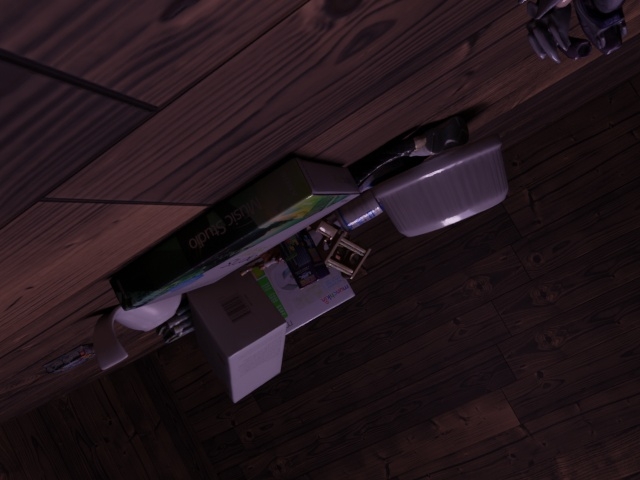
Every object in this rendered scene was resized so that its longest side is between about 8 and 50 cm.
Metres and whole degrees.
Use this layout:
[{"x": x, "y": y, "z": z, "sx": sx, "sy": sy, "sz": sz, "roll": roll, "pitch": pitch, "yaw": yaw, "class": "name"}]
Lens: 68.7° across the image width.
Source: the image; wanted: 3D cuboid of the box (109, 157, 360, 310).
[{"x": -0.112, "y": -0.010, "z": 0.691, "sx": 0.322, "sy": 0.058, "sz": 0.232, "roll": -31, "pitch": 175, "yaw": 19, "class": "box"}]

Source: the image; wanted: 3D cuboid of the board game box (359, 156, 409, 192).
[{"x": 0.131, "y": -0.140, "z": 0.988, "sx": 0.090, "sy": 0.020, "sz": 0.090, "roll": -26, "pitch": 175, "yaw": -17, "class": "board game box"}]

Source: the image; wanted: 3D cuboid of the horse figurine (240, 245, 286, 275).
[{"x": -0.109, "y": 0.033, "z": 1.162, "sx": 0.174, "sy": 0.066, "sz": 0.263, "roll": -25, "pitch": 176, "yaw": 24, "class": "horse figurine"}]

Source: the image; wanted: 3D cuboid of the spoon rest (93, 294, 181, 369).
[{"x": -0.363, "y": 0.151, "z": 0.931, "sx": 0.137, "sy": 0.084, "sz": 0.276, "roll": -28, "pitch": -171, "yaw": 7, "class": "spoon rest"}]

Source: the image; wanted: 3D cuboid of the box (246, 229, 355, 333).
[{"x": -0.072, "y": 0.128, "z": 1.382, "sx": 0.262, "sy": 0.231, "sz": 0.127, "roll": -28, "pitch": 176, "yaw": -9, "class": "box"}]

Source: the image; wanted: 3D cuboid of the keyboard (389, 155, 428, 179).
[{"x": 0.209, "y": -0.176, "z": 1.062, "sx": 0.108, "sy": 0.023, "sz": 0.180, "roll": -28, "pitch": 176, "yaw": -22, "class": "keyboard"}]

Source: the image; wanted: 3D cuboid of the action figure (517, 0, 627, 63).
[{"x": 0.274, "y": -0.230, "z": 0.399, "sx": 0.185, "sy": 0.099, "sz": 0.285, "roll": -21, "pitch": 177, "yaw": 35, "class": "action figure"}]

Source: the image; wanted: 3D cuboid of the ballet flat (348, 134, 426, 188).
[{"x": 0.102, "y": -0.124, "z": 0.787, "sx": 0.173, "sy": 0.049, "sz": 0.057, "roll": -30, "pitch": 176, "yaw": 12, "class": "ballet flat"}]

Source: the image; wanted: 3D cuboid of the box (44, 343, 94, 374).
[{"x": -0.608, "y": 0.291, "z": 1.163, "sx": 0.094, "sy": 0.027, "sz": 0.137, "roll": -29, "pitch": 175, "yaw": -11, "class": "box"}]

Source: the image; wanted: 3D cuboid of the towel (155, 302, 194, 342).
[{"x": -0.343, "y": 0.206, "z": 1.527, "sx": 0.374, "sy": 0.090, "sz": 0.320, "roll": -26, "pitch": 177, "yaw": -31, "class": "towel"}]

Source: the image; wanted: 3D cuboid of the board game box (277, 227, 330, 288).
[{"x": -0.040, "y": 0.025, "z": 1.001, "sx": 0.048, "sy": 0.141, "sz": 0.170, "roll": -29, "pitch": 176, "yaw": 8, "class": "board game box"}]

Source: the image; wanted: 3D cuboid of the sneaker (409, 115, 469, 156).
[{"x": 0.213, "y": -0.186, "z": 0.845, "sx": 0.152, "sy": 0.054, "sz": 0.061, "roll": -23, "pitch": -170, "yaw": -37, "class": "sneaker"}]

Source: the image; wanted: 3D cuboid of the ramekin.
[{"x": 0.251, "y": -0.105, "z": 0.963, "sx": 0.272, "sy": 0.127, "sz": 0.273, "roll": -22, "pitch": -178, "yaw": 1, "class": "ramekin"}]

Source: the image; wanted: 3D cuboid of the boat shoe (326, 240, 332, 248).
[{"x": -0.017, "y": 0.019, "z": 1.538, "sx": 0.207, "sy": 0.073, "sz": 0.073, "roll": -33, "pitch": 138, "yaw": -33, "class": "boat shoe"}]

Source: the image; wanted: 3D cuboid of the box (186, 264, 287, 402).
[{"x": -0.225, "y": 0.259, "z": 1.274, "sx": 0.168, "sy": 0.215, "sz": 0.345, "roll": -28, "pitch": 153, "yaw": -25, "class": "box"}]

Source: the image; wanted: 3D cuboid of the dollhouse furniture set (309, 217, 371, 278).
[{"x": 0.000, "y": 0.000, "z": 1.175, "sx": 0.182, "sy": 0.161, "sz": 0.101, "roll": 29, "pitch": 96, "yaw": -38, "class": "dollhouse furniture set"}]

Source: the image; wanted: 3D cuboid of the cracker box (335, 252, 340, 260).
[{"x": 0.036, "y": 0.070, "z": 1.879, "sx": 0.067, "sy": 0.156, "sz": 0.232, "roll": -29, "pitch": 176, "yaw": -5, "class": "cracker box"}]

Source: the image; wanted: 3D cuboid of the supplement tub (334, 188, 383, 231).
[{"x": 0.094, "y": -0.075, "z": 1.173, "sx": 0.107, "sy": 0.071, "sz": 0.071, "roll": -30, "pitch": 176, "yaw": 12, "class": "supplement tub"}]

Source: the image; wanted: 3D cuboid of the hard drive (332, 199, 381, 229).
[{"x": 0.208, "y": -0.132, "z": 1.426, "sx": 0.318, "sy": 0.040, "sz": 0.210, "roll": -32, "pitch": 174, "yaw": 35, "class": "hard drive"}]
